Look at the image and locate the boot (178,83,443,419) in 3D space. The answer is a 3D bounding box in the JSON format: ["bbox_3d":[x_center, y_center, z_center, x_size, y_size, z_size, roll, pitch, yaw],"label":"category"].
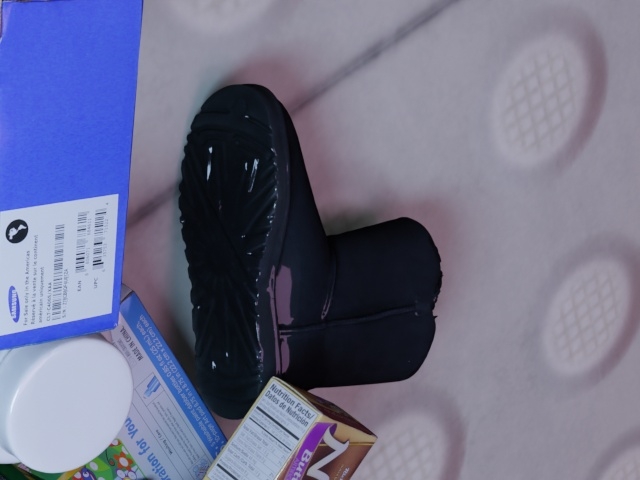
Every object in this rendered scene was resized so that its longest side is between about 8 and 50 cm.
[{"bbox_3d":[0.000,0.000,1.315,0.207,0.094,0.247,-13,106,-48],"label":"boot"}]

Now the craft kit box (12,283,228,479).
[{"bbox_3d":[-0.183,0.188,1.267,0.246,0.061,0.250,-44,132,-20],"label":"craft kit box"}]

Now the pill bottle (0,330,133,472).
[{"bbox_3d":[-0.205,0.057,1.070,0.117,0.215,0.117,-19,122,-34],"label":"pill bottle"}]

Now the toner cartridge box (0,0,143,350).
[{"bbox_3d":[-0.218,-0.087,0.897,0.075,0.348,0.165,-8,115,-38],"label":"toner cartridge box"}]

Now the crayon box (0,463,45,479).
[{"bbox_3d":[-0.309,0.233,1.096,0.165,0.081,0.278,31,91,-12],"label":"crayon box"}]

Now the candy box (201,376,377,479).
[{"bbox_3d":[-0.047,0.193,1.253,0.187,0.053,0.109,-54,152,1],"label":"candy box"}]
